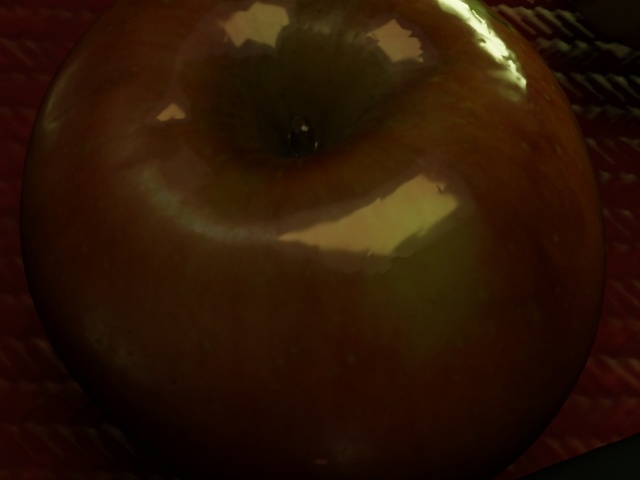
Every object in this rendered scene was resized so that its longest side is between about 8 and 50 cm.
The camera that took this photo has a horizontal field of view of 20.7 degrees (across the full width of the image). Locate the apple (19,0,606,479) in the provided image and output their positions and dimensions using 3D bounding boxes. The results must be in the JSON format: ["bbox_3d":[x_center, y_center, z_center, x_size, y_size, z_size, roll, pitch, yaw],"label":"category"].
[{"bbox_3d":[0.000,0.000,0.483,0.163,0.139,0.163,-2,58,3],"label":"apple"}]

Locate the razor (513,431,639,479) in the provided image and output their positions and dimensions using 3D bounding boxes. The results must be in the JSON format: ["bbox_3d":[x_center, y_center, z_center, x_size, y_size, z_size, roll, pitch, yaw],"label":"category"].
[{"bbox_3d":[-0.003,0.175,0.367,0.349,0.113,0.204,-19,62,-25],"label":"razor"}]

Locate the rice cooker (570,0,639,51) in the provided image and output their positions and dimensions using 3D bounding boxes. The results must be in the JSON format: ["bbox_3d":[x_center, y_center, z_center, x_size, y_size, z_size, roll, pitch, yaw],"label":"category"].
[{"bbox_3d":[0.160,-0.141,0.608,0.127,0.145,0.206,33,52,-2],"label":"rice cooker"}]
